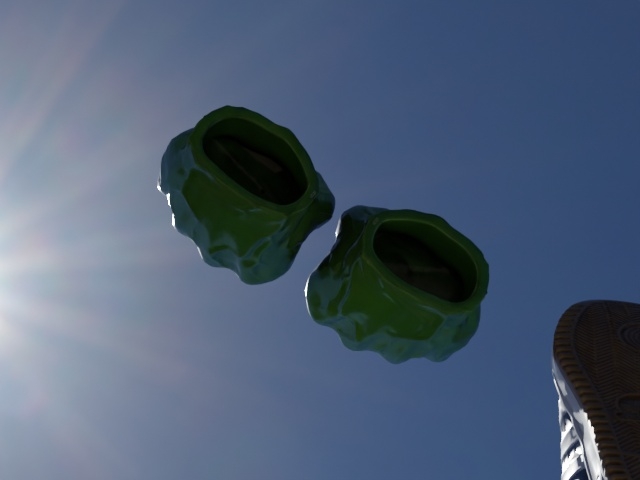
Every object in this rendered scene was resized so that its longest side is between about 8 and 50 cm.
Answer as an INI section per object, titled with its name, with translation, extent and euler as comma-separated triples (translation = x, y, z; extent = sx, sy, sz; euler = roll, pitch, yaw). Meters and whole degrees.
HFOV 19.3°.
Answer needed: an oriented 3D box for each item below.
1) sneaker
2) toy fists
[sneaker]
translation = 0.186, 0.156, 1.158
extent = 0.099, 0.282, 0.153
euler = 6, -64, -2
[toy fists]
translation = 0.000, 0.000, 1.464
extent = 0.279, 0.096, 0.142
euler = 30, -32, -3
